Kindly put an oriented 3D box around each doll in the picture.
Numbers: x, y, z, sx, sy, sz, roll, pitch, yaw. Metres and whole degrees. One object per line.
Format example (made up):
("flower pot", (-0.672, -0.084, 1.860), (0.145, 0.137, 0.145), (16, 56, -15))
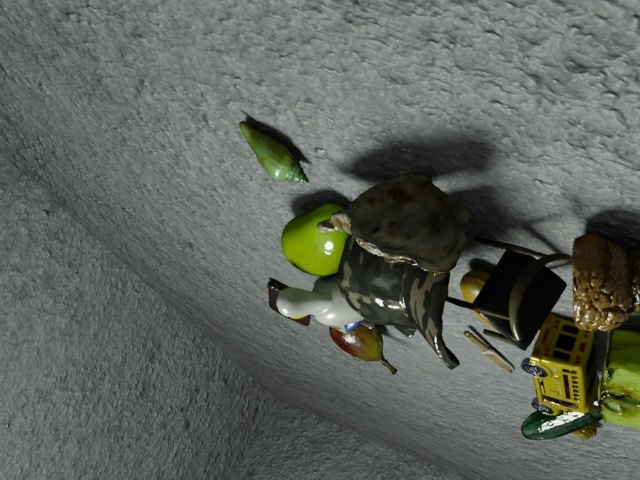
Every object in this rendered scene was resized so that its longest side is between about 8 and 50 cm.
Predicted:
("doll", (0.056, 0.155, 1.710), (0.376, 0.186, 0.365), (13, 170, -8))

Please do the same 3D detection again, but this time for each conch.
("conch", (-0.110, -0.195, 1.400), (0.201, 0.079, 0.095), (46, 170, 7))

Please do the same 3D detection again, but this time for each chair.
("chair", (0.393, 0.110, 1.214), (0.166, 0.188, 0.272), (37, 173, -14))

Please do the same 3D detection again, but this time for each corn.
("corn", (0.757, 0.541, 1.836), (0.207, 0.068, 0.068), (33, 156, -8))

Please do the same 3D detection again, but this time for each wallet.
("wallet", (-0.118, 0.235, 2.273), (0.182, 0.049, 0.229), (25, 154, 12))

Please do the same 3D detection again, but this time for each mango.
("mango", (0.414, 0.140, 1.425), (0.195, 0.098, 0.137), (45, 156, -13))
("mango", (0.004, 0.006, 1.567), (0.185, 0.149, 0.273), (46, 149, -16))

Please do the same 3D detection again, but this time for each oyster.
("oyster", (0.159, -0.041, 1.222), (0.396, 0.204, 0.111), (28, 158, 53))

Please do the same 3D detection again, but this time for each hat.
("hat", (0.154, 0.119, 1.310), (0.258, 0.381, 0.366), (-9, 110, 10))

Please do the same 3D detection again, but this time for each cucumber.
("cucumber", (0.701, 0.541, 1.778), (0.115, 0.063, 0.244), (41, 126, -8))

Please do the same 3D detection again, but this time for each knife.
("knife", (0.499, 0.329, 1.776), (0.256, 0.022, 0.046), (38, 147, -26))

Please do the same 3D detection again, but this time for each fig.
("fig", (0.157, 0.348, 2.034), (0.274, 0.145, 0.170), (43, 158, 8))

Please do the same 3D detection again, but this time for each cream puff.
("cream puff", (0.544, 0.074, 1.081), (0.169, 0.183, 0.183), (0, 144, 25))

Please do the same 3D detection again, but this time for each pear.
("pear", (0.740, 0.300, 1.292), (0.256, 0.164, 0.238), (9, 138, 30))

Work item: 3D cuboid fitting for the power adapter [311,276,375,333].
("power adapter", (0.081, 0.219, 1.915), (0.205, 0.125, 0.130), (22, 154, 20))

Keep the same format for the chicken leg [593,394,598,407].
("chicken leg", (0.741, 0.437, 1.649), (0.205, 0.053, 0.093), (-1, 127, 49))

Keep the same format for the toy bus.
("toy bus", (0.608, 0.330, 1.504), (0.151, 0.145, 0.331), (11, 149, 33))
